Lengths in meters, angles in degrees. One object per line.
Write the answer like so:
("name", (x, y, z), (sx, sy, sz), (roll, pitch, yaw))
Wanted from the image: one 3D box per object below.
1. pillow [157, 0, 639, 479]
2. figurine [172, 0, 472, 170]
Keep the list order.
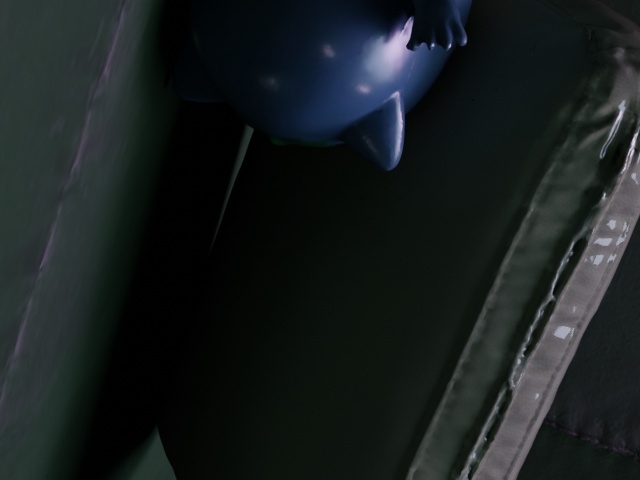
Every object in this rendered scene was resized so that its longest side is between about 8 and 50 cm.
("pillow", (0.025, 0.017, 0.841), (0.255, 0.119, 0.322), (53, -53, 55))
("figurine", (0.011, -0.125, 0.710), (0.144, 0.114, 0.178), (-64, 163, -57))
